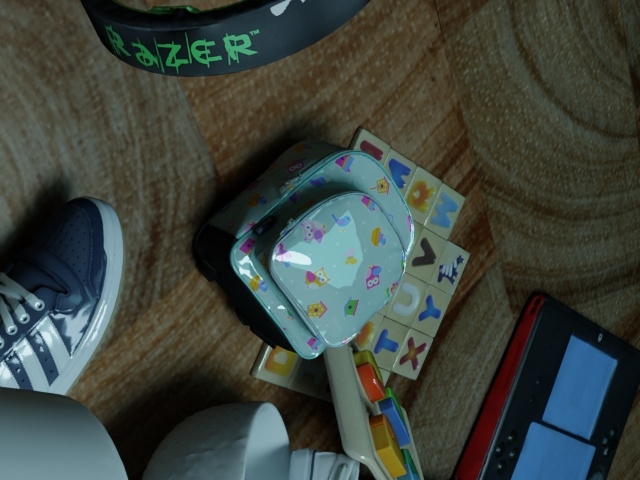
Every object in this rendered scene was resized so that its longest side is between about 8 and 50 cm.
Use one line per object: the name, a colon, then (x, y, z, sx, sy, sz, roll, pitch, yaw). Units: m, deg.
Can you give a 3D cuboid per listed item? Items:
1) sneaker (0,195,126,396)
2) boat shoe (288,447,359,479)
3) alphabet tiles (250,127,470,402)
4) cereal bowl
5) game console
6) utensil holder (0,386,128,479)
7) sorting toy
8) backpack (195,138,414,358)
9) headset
sneaker: (-0.266, 0.080, 0.914, 0.153, 0.099, 0.282, 28, 88, -51)
boat shoe: (0.003, 0.294, 1.126, 0.083, 0.076, 0.226, 78, 11, -49)
alphabet tiles: (0.051, 0.044, 1.318, 0.342, 0.011, 0.285, 27, 86, -50)
cereal bowl: (-0.107, 0.322, 1.101, 0.339, 0.141, 0.339, -5, 90, -83)
game console: (0.342, 0.280, 1.710, 0.386, 0.060, 0.342, 28, 86, -51)
utensil holder: (-0.335, 0.222, 0.661, 0.385, 0.327, 0.327, 9, 100, -36)
sorting toy: (0.068, 0.200, 1.271, 0.038, 0.193, 0.208, -24, 134, 12)
backpack: (0.000, 0.000, 1.131, 0.188, 0.144, 0.166, -49, 121, -22)
headset: (-0.046, -0.295, 0.900, 0.185, 0.243, 0.394, 69, 34, -45)
